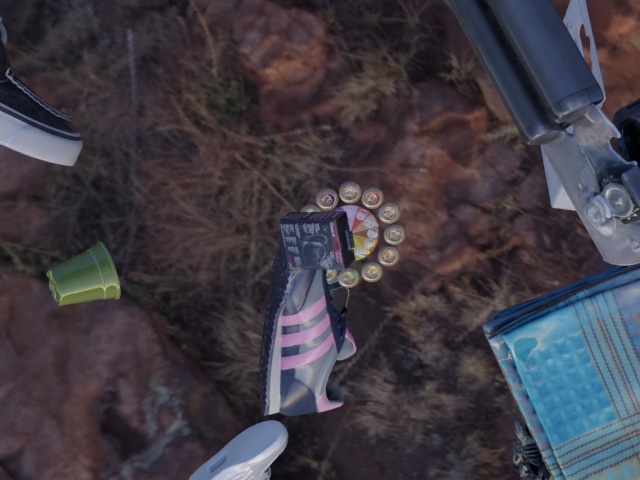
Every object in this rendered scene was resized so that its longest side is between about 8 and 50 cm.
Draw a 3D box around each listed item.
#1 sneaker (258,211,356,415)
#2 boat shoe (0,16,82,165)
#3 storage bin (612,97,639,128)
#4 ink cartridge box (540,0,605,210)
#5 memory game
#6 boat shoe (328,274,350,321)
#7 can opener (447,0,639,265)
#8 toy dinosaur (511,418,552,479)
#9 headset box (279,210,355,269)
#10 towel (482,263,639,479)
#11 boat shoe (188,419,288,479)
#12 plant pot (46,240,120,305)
[{"bbox_3d":[-0.008,0.106,1.516,0.112,0.131,0.319,-105,22,-60],"label":"sneaker"},{"bbox_3d":[-0.299,-0.156,0.862,0.108,0.301,0.102,26,86,46],"label":"boat shoe"},{"bbox_3d":[0.555,-0.143,1.686,0.122,0.084,0.180,-30,107,13],"label":"storage bin"},{"bbox_3d":[0.323,-0.175,1.320,0.066,0.232,0.189,2,60,-9],"label":"ink cartridge box"},{"bbox_3d":[0.049,-0.008,1.757,0.186,0.012,0.186,-1,110,-3],"label":"memory game"},{"bbox_3d":[0.017,0.147,1.965,0.073,0.080,0.223,64,151,29],"label":"boat shoe"},{"bbox_3d":[0.193,-0.114,0.817,0.283,0.095,0.076,63,150,9],"label":"can opener"},{"bbox_3d":[0.383,0.357,1.556,0.322,0.164,0.218,-50,42,15],"label":"toy dinosaur"},{"bbox_3d":[0.000,0.000,1.233,0.083,0.032,0.062,-1,112,28],"label":"headset box"},{"bbox_3d":[0.341,0.183,0.949,0.272,0.040,0.370,-25,98,9],"label":"towel"},{"bbox_3d":[-0.102,0.310,1.441,0.184,0.063,0.066,-41,26,17],"label":"boat shoe"},{"bbox_3d":[-0.320,0.052,1.437,0.083,0.079,0.083,47,148,43],"label":"plant pot"}]
